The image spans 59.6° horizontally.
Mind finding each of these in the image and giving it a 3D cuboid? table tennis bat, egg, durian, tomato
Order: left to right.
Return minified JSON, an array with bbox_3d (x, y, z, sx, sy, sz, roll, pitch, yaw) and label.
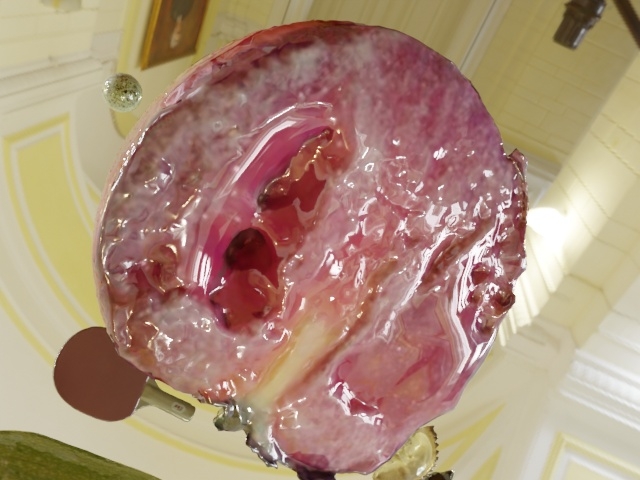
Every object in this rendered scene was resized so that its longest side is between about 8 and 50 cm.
[{"bbox_3d":[-0.436,-0.323,1.229,0.085,0.085,0.110,15,170,-19],"label":"egg"},{"bbox_3d":[-0.313,0.236,0.913,0.246,0.022,0.138,37,-125,-25],"label":"table tennis bat"},{"bbox_3d":[0.002,0.001,0.442,0.335,0.290,0.176,42,-178,-27],"label":"tomato"},{"bbox_3d":[0.136,0.333,0.843,0.066,0.130,0.052,36,-170,-39],"label":"durian"}]

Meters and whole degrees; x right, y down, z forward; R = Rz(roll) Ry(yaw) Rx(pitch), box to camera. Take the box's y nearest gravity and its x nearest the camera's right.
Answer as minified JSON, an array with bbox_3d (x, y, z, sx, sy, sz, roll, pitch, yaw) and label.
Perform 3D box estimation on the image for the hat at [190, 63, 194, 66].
[{"bbox_3d":[-0.116,-0.246,0.987,0.257,0.130,0.257,41,-161,-17],"label":"hat"}]

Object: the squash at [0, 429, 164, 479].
[{"bbox_3d":[-0.242,0.265,0.462,0.260,0.189,0.189,24,-154,-12],"label":"squash"}]

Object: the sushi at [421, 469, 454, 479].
[{"bbox_3d":[0.201,0.609,1.047,0.281,0.294,0.300,-21,-104,-39],"label":"sushi"}]
